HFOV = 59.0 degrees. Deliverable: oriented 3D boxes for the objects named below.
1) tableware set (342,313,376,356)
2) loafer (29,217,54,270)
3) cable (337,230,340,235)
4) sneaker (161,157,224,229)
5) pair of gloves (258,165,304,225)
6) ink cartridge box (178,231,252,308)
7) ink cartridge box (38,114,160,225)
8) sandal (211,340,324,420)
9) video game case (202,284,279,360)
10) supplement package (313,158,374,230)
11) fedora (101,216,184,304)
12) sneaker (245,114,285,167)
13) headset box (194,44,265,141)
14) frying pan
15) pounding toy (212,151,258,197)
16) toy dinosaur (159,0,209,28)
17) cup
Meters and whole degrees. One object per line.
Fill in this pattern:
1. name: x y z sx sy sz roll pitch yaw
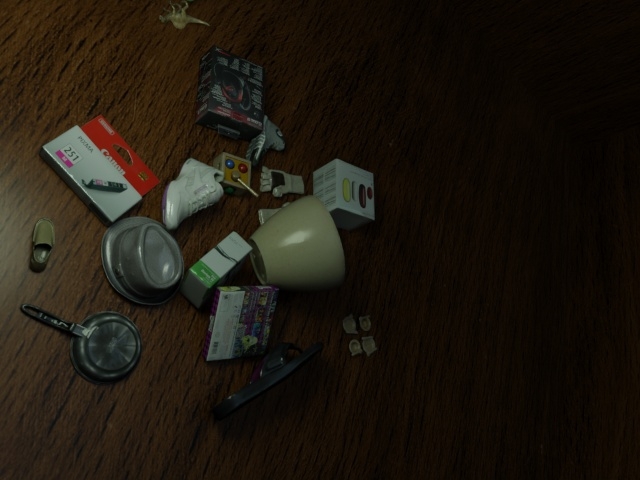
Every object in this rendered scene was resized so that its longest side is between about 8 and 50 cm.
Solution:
1. tableware set: 0.149 0.356 2.127 0.141 0.020 0.168 -5 78 -41
2. loafer: -0.730 0.007 1.495 0.056 0.050 0.148 10 69 -37
3. cable: 0.000 0.000 2.113 0.184 0.047 0.150 34 62 -35
4. sneaker: -0.386 -0.142 1.732 0.152 0.114 0.305 16 45 -1
5. pair of gloves: -0.132 -0.144 2.055 0.204 0.042 0.240 9 70 -38
6. ink cartridge box: -0.319 0.088 1.732 0.087 0.153 0.208 41 51 3
7. ink cartridge box: -0.627 -0.217 1.657 0.275 0.060 0.239 51 51 -14
8. sandal: -0.158 0.400 1.770 0.446 0.167 0.107 -24 73 -42
9. video game case: -0.244 0.251 1.742 0.210 0.042 0.232 2 108 -39
10. supplement package: 0.089 -0.171 2.176 0.194 0.149 0.203 15 64 -36
11. fedora: -0.490 0.045 1.633 0.244 0.124 0.275 -5 78 -41
12. sneaker: -0.186 -0.339 2.052 0.132 0.086 0.228 29 57 -32
13. headset box: -0.314 -0.497 1.981 0.218 0.110 0.293 14 66 -36
14. frying pan: -0.609 0.238 1.522 0.326 0.053 0.197 55 48 -14
15. pounding toy: -0.285 -0.211 1.910 0.130 0.100 0.141 15 66 -35
16. toy dinosaur: -0.489 -0.792 1.991 0.183 0.053 0.092 -11 97 -34
17. cup: -0.098 0.038 1.867 0.237 0.331 0.331 -17 86 -21
